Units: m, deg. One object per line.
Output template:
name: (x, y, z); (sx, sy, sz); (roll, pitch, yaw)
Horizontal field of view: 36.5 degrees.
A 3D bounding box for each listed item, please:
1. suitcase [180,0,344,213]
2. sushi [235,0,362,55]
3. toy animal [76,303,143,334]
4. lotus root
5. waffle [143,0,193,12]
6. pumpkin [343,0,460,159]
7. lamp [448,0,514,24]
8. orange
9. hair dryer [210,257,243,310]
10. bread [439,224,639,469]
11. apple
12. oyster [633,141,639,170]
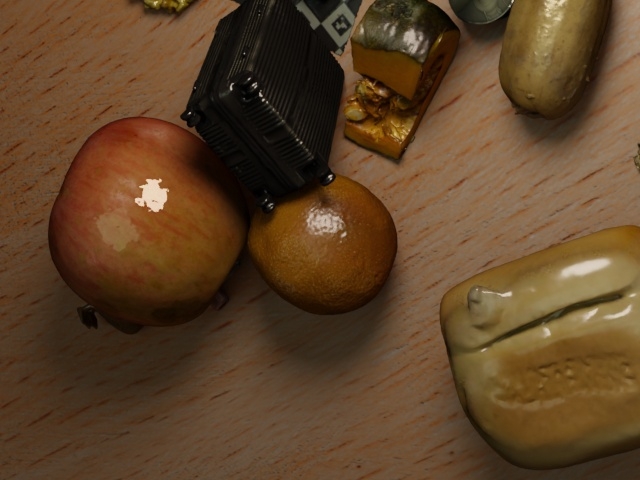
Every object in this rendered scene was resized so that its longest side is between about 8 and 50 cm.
suitcase: (-0.078, -0.244, 1.608); (0.152, 0.335, 0.230); (-24, 124, 27)
sushi: (-0.042, -0.524, 1.736); (0.294, 0.059, 0.292); (27, 105, 16)
toy animal: (-0.402, 0.098, 1.938); (0.179, 0.089, 0.188); (-27, 85, 5)
lotus root: (0.381, -0.358, 1.529); (0.151, 0.169, 0.343); (20, 103, 17)
waffle: (-0.276, -0.557, 1.824); (0.249, 0.056, 0.253); (-15, 89, 23)
pumpkin: (0.119, -0.274, 1.630); (0.139, 0.190, 0.281); (29, 106, 15)
lamp: (0.251, -0.408, 1.547); (0.121, 0.214, 0.121); (1, 92, 29)
orange: (0.000, 0.000, 1.674); (0.264, 0.264, 0.264); (2, 97, 21)
hair dryer: (-0.183, 0.075, 1.873); (0.063, 0.037, 0.114); (45, 102, 9)
bread: (0.411, 0.169, 1.533); (0.376, 0.253, 0.348); (-24, 92, 23)
apple: (-0.297, -0.023, 1.738); (0.363, 0.364, 0.364); (2, 97, 21)
oyster: (0.579, -0.109, 1.544); (0.165, 0.053, 0.108); (40, 135, 4)
